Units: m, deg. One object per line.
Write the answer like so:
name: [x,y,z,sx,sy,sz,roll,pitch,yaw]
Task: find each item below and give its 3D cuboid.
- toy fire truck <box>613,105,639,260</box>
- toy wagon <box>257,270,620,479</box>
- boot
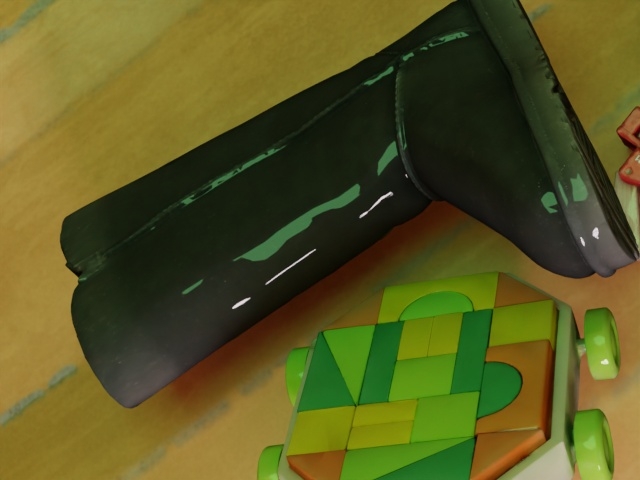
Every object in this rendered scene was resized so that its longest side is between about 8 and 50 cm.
toy fire truck: [0.255,-0.031,1.339,0.192,0.047,0.135,40,94,23]
toy wagon: [0.085,0.151,1.243,0.267,0.068,0.344,-9,34,18]
boot: [0.000,-0.001,1.307,0.445,0.146,0.367,-27,30,10]
